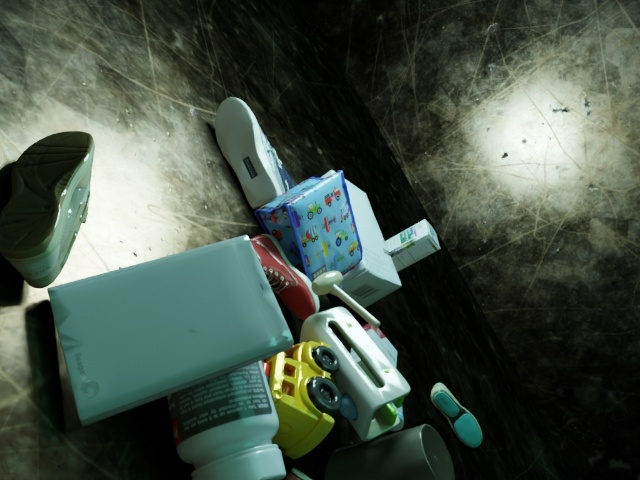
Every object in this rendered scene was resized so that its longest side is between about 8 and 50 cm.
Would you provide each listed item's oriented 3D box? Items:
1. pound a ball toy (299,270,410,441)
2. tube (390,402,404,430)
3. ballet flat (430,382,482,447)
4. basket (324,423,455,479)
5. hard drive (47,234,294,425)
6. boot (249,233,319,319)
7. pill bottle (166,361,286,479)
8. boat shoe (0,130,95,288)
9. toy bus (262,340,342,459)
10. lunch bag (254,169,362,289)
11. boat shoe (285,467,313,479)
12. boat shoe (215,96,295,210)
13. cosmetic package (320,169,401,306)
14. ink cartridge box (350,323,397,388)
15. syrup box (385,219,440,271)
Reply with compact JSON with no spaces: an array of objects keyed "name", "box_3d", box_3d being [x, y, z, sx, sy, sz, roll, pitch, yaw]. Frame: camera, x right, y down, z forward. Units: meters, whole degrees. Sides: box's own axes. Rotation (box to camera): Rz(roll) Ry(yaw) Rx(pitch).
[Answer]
[{"name":"pound a ball toy","box_3d":[0.050,0.244,1.178,0.135,0.208,0.319,-16,43,-28]},{"name":"tube","box_3d":[0.203,0.442,1.514,0.080,0.052,0.207,57,17,-16]},{"name":"ballet flat","box_3d":[0.454,0.581,1.814,0.248,0.086,0.086,54,23,-6]},{"name":"basket","box_3d":[0.144,0.480,1.107,0.154,0.227,0.204,53,24,-11]},{"name":"hard drive","box_3d":[-0.219,0.119,0.807,0.307,0.040,0.203,-16,65,-24]},{"name":"boot","box_3d":[-0.113,0.099,1.261,0.244,0.088,0.176,52,22,8]},{"name":"pill bottle","box_3d":[-0.161,0.253,0.862,0.161,0.161,0.283,22,42,-54]},{"name":"boat shoe","box_3d":[-0.416,-0.061,0.845,0.098,0.109,0.302,92,-8,-45]},{"name":"toy bus","box_3d":[-0.083,0.274,1.050,0.211,0.149,0.220,31,28,-18]},{"name":"lunch bag","box_3d":[0.000,0.000,1.412,0.221,0.138,0.293,-36,110,-38]},{"name":"boat shoe","box_3d":[-0.019,0.477,1.021,0.137,0.049,0.043,46,68,-32]},{"name":"boat shoe","box_3d":[-0.178,-0.229,1.519,0.158,0.127,0.341,1,68,-70]},{"name":"cosmetic package","box_3d":[0.087,-0.006,1.703,0.217,0.156,0.385,26,39,-49]},{"name":"ink cartridge box","box_3d":[0.147,0.331,1.500,0.127,0.072,0.175,52,23,-14]},{"name":"syrup box","box_3d":[0.320,0.030,2.026,0.096,0.237,0.093,45,27,-29]}]
